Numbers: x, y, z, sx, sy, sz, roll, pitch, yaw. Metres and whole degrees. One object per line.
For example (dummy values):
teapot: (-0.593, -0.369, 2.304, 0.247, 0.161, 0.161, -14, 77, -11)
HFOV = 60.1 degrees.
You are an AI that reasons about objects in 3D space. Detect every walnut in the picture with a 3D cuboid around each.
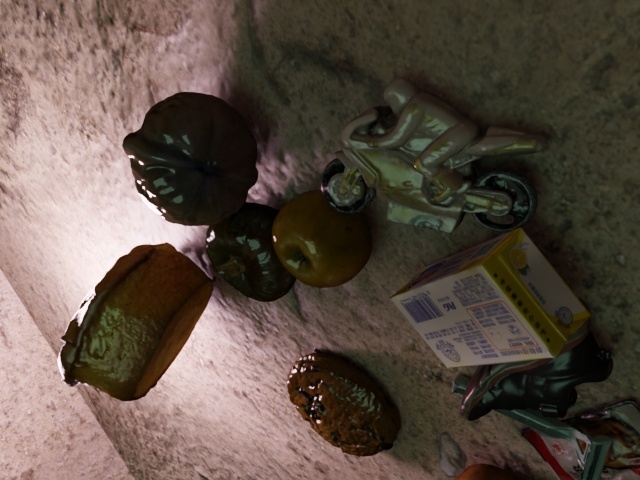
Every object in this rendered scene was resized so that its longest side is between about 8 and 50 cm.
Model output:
walnut: (-0.237, -0.150, 1.026, 0.248, 0.248, 0.248, 21, 130, 27)

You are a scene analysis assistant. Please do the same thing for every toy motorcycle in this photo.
toy motorcycle: (0.151, -0.125, 0.819, 0.341, 0.108, 0.222, 11, 116, 27)

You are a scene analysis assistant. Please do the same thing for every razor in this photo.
razor: (0.362, 0.312, 0.978, 0.278, 0.056, 0.111, 26, 130, 40)

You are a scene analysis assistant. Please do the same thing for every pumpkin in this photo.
pumpkin: (-0.142, 0.023, 1.119, 0.219, 0.162, 0.219, 25, 135, 27)

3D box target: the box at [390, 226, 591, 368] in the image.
box: (0.246, 0.101, 0.854, 0.168, 0.097, 0.265, 50, 154, 0)

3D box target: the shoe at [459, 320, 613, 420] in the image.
shoe: (0.349, 0.224, 0.902, 0.137, 0.114, 0.291, 44, 131, 4)

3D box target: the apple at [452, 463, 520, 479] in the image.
apple: (0.326, 0.536, 1.079, 0.174, 0.188, 0.188, 42, 137, 22)

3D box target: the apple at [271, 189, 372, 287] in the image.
apple: (0.000, 0.000, 0.988, 0.182, 0.155, 0.182, 15, 122, 25)

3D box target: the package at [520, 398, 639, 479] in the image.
package: (0.476, 0.364, 0.946, 0.154, 0.030, 0.239, 56, 142, 8)

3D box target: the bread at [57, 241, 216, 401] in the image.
bread: (-0.429, 0.193, 1.311, 0.215, 0.398, 0.398, 30, 134, 3)

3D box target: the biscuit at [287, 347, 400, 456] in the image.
biscuit: (0.042, 0.387, 1.282, 0.296, 0.075, 0.296, 21, 130, 27)
